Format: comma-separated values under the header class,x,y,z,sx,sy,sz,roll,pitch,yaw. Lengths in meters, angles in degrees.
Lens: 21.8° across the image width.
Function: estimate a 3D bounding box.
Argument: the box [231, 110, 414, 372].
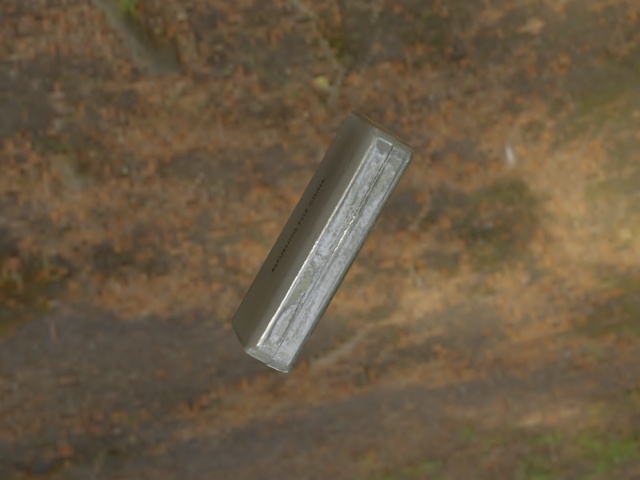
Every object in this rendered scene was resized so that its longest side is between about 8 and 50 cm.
class,x,y,z,sx,sy,sz,roll,pitch,yaw
box,0.000,0.000,1.554,0.055,0.103,0.243,28,98,-18
